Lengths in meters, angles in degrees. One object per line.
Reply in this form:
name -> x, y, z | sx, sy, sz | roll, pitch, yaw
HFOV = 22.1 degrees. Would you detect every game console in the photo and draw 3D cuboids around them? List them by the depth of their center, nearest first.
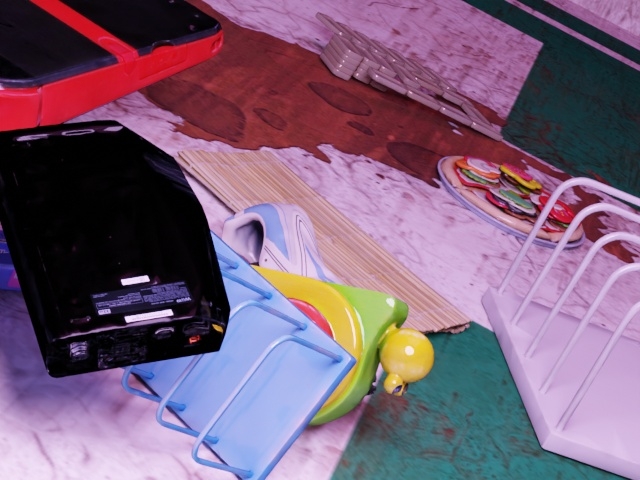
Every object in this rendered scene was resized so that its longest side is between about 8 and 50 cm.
game console -> -0.248, 0.012, 1.076 | 0.361, 0.044, 0.213 | -7, 43, -19
game console -> -0.325, -0.231, 1.487 | 0.386, 0.060, 0.342 | 33, 31, 18

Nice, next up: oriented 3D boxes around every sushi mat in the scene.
sushi mat -> 0.000, 0.000, 1.608 | 0.316, 0.019, 0.151 | 41, 24, 30

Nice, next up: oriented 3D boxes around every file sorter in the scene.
file sorter -> -0.087, 0.071, 1.171 | 0.170, 0.118, 0.104 | 40, 4, 31
file sorter -> 0.301, 0.084, 1.559 | 0.192, 0.173, 0.278 | 21, 22, -16

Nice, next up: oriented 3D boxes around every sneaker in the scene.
sneaker -> -0.017, 0.054, 1.404 | 0.086, 0.085, 0.237 | -13, 41, -19

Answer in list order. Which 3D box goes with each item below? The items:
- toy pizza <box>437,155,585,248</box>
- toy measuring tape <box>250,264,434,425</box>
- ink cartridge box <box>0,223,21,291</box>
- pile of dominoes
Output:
toy pizza -> 0.236, -0.055, 1.990 | 0.201, 0.032, 0.201 | 23, 22, -10
toy measuring tape -> -0.072, 0.075, 1.281 | 0.330, 0.121, 0.121 | 11, 16, 19
ink cartridge box -> -0.312, -0.043, 1.286 | 0.185, 0.065, 0.311 | 7, 26, -40
pile of dominoes -> 0.109, -0.212, 2.228 | 0.251, 0.040, 0.196 | 23, 20, -34
